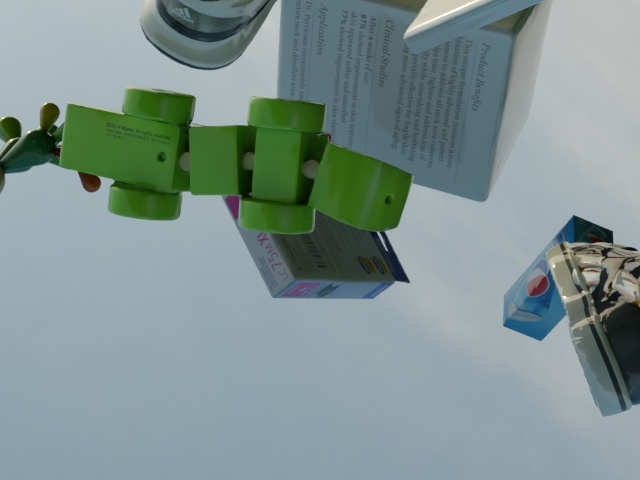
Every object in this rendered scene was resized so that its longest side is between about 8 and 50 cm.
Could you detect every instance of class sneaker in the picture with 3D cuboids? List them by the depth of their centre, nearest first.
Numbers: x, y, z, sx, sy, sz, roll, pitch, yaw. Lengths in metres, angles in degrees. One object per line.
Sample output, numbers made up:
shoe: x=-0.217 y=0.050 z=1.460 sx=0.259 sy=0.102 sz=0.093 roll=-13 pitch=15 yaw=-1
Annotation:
sneaker: x=0.297 y=0.069 z=1.209 sx=0.321 sy=0.127 sz=0.126 roll=-79 pitch=-34 yaw=-74
sneaker: x=-0.042 y=-0.412 z=1.467 sx=0.169 sy=0.257 sz=0.447 roll=29 pitch=-131 yaw=-3

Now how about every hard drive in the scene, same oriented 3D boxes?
hard drive: x=0.268 y=-0.371 z=1.746 sx=0.040 sy=0.307 sz=0.203 roll=48 pitch=-125 yaw=-21

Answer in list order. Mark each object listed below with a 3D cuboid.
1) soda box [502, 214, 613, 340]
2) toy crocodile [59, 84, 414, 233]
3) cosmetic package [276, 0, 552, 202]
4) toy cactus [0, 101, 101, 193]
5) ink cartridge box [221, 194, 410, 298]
soda box: x=0.353 y=0.059 z=1.899 sx=0.071 sy=0.210 sz=0.067 roll=21 pitch=-135 yaw=-12
toy crocodile: x=-0.085 y=-0.071 z=1.110 sx=0.340 sy=0.115 sz=0.105 roll=8 pitch=-173 yaw=26
cosmetic package: x=0.162 y=-0.322 z=2.178 sx=0.393 sy=0.329 sz=0.327 roll=17 pitch=-141 yaw=14
toy cactus: x=-0.329 y=-0.070 z=1.327 sx=0.180 sy=0.219 sz=0.112 roll=-45 pitch=-59 yaw=-55
ink cartridge box: x=0.000 y=0.000 z=1.933 sx=0.311 sy=0.065 sz=0.186 roll=2 pitch=-126 yaw=-52
